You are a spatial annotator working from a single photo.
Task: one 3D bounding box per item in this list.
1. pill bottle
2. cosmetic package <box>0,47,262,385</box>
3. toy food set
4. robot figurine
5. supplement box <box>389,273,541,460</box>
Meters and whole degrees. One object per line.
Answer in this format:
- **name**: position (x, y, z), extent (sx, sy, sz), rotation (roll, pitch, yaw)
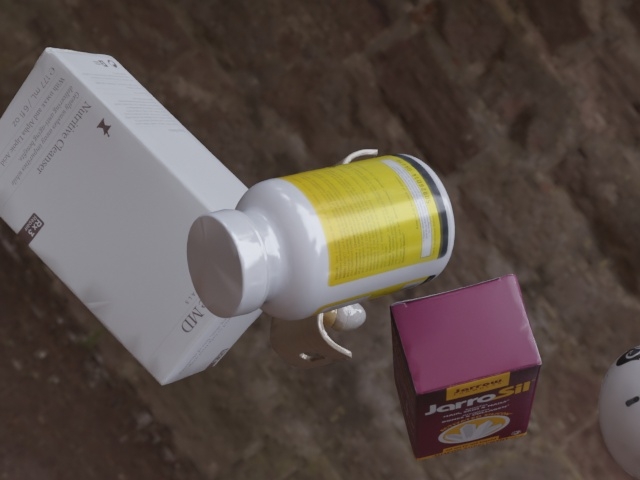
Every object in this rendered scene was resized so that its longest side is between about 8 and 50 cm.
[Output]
- **pill bottle**: position (0.000, 0.000, 0.986), extent (0.103, 0.184, 0.103), rotation (22, -61, 49)
- **cosmetic package**: position (-0.229, -0.033, 1.684), extent (0.385, 0.217, 0.156), rotation (43, 18, 15)
- **toy food set**: position (0.016, 0.031, 2.018), extent (0.092, 0.306, 0.219), rotation (13, -13, -17)
- **robot figurine**: position (0.468, 0.199, 1.617), extent (0.173, 0.278, 0.209), rotation (-128, -141, -67)
- **supplement box**: position (0.118, 0.110, 1.127), extent (0.188, 0.104, 0.081), rotation (80, -4, -65)
